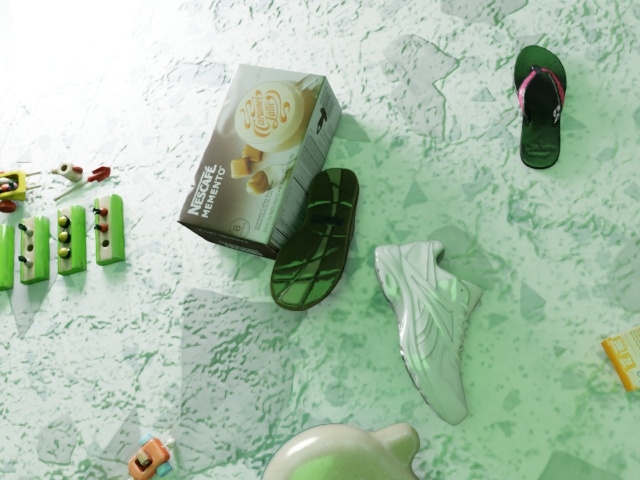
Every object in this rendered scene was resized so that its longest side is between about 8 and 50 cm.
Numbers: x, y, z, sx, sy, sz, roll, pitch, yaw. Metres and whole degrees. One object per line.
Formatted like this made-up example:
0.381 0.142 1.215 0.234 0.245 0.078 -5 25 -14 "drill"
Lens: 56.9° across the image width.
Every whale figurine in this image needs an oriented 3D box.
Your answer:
0.061 0.307 0.651 0.272 0.141 0.216 18 78 -4 "whale figurine"

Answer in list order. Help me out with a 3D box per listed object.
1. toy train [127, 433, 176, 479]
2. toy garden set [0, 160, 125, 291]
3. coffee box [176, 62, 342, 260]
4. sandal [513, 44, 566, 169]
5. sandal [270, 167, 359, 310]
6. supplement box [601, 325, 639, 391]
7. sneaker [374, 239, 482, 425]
-0.215 0.339 0.749 0.125 0.046 0.166 -40 66 1 "toy train"
-0.435 -0.042 0.935 0.244 0.049 0.204 -14 69 12 "toy garden set"
-0.080 -0.109 0.825 0.141 0.098 0.246 14 77 20 "coffee box"
0.289 -0.182 0.772 0.067 0.040 0.179 -1 72 16 "sandal"
0.000 0.000 0.794 0.090 0.060 0.219 9 61 13 "sandal"
0.374 0.120 0.652 0.098 0.036 0.062 -24 68 7 "supplement box"
0.144 0.096 0.702 0.115 0.090 0.232 -18 69 6 "sneaker"
